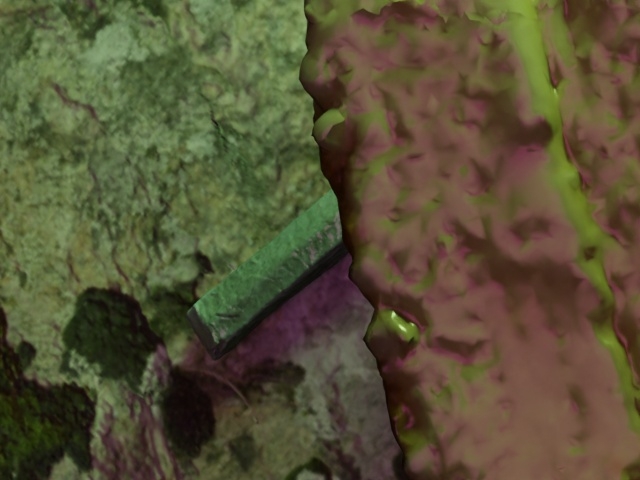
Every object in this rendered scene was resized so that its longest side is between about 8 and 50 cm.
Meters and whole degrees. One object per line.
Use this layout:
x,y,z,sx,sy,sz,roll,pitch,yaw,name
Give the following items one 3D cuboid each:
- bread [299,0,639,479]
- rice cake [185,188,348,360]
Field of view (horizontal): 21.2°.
0.201,0.003,0.972,0.279,0.390,0.371,-18,84,27,bread
0.000,0.000,1.234,0.245,0.042,0.045,-39,75,20,rice cake
